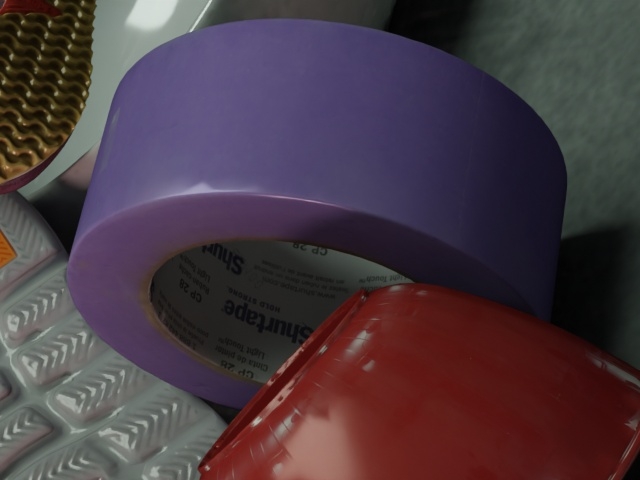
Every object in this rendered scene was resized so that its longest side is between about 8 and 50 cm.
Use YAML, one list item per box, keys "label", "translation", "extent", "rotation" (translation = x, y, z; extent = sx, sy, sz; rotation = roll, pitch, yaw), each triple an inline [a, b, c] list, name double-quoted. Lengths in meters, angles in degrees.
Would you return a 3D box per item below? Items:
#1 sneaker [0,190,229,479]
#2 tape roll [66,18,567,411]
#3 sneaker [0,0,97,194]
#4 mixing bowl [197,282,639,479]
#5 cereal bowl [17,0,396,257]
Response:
- label: "sneaker"
  translation: [-0.102, 0.120, 0.893]
  extent: [0.125, 0.180, 0.321]
  rotation: [-27, 63, -10]
- label: "tape roll"
  translation: [0.000, 0.000, 0.760]
  extent: [0.189, 0.189, 0.080]
  rotation: [-25, 44, 46]
- label: "sneaker"
  translation: [-0.152, -0.081, 0.916]
  extent: [0.084, 0.070, 0.185]
  rotation: [-42, 27, 43]
- label: "mixing bowl"
  translation: [0.021, 0.082, 0.672]
  extent: [0.181, 0.098, 0.181]
  rotation: [-48, 1, 2]
- label: "cereal bowl"
  translation: [-0.061, -0.131, 1.019]
  extent: [0.339, 0.141, 0.339]
  rotation: [-37, 37, 35]
